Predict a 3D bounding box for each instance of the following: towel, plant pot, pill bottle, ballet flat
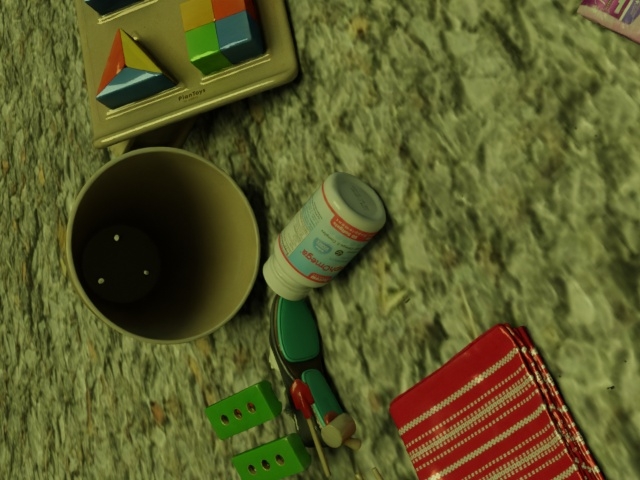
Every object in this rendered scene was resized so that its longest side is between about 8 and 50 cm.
[{"bbox_3d":[0.179,0.242,0.752,0.199,0.031,0.275,-43,57,36],"label":"towel"},{"bbox_3d":[-0.257,0.023,1.108,0.274,0.256,0.257,-16,74,61],"label":"plant pot"},{"bbox_3d":[0.000,0.000,0.925,0.160,0.087,0.087,-49,54,32],"label":"pill bottle"},{"bbox_3d":[-0.030,0.163,0.955,0.074,0.074,0.203,-40,61,37],"label":"ballet flat"}]

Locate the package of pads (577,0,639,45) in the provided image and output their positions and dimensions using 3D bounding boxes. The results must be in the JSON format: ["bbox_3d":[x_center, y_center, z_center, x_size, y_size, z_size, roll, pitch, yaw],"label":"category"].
[{"bbox_3d":[0.280,-0.210,0.692,0.083,0.032,0.050,46,115,39],"label":"package of pads"}]

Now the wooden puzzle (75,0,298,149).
[{"bbox_3d":[-0.215,-0.332,1.097,0.322,0.080,0.348,-17,70,15],"label":"wooden puzzle"}]

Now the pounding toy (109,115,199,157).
[{"bbox_3d":[-0.260,-0.210,1.206,0.100,0.130,0.141,51,122,23],"label":"pounding toy"}]

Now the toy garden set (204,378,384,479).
[{"bbox_3d":[-0.002,0.263,0.878,0.203,0.049,0.244,-32,87,39],"label":"toy garden set"}]
